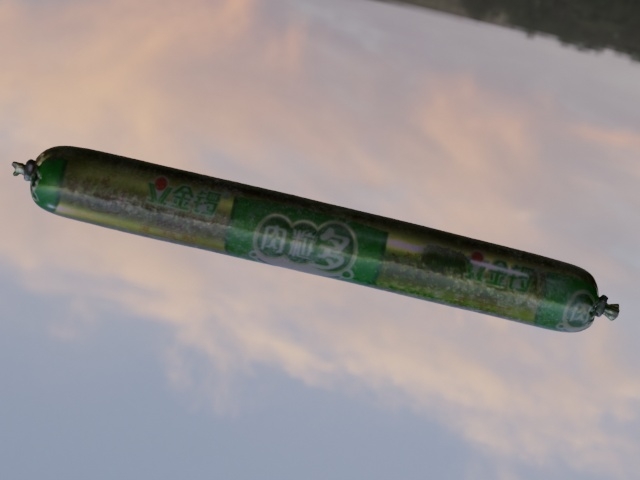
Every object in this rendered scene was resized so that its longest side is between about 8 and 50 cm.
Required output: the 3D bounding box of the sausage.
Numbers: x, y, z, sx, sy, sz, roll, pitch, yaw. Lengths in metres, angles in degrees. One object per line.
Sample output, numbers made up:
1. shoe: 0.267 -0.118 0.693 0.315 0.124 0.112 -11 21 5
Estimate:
1. sausage: 0.000 0.000 0.607 0.269 0.032 0.033 13 -161 -5
